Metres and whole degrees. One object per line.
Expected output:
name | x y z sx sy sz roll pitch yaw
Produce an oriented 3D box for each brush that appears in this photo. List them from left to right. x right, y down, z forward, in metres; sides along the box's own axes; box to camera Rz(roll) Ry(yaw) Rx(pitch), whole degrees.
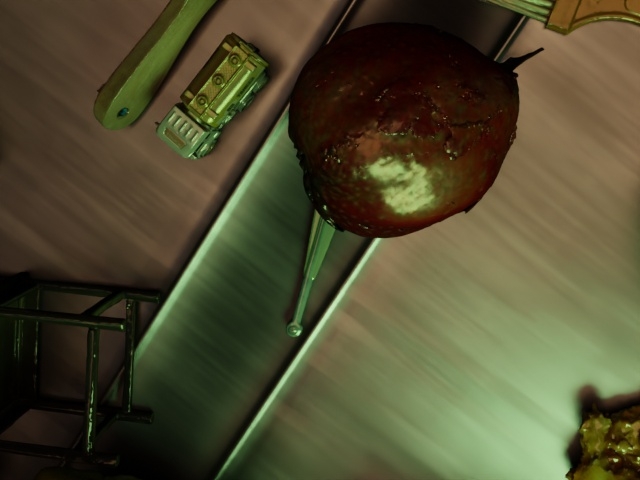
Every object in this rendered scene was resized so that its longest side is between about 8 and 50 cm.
brush | -0.114 -0.243 0.895 0.065 0.070 0.327 42 105 19
brush | 0.297 -0.195 0.860 0.314 0.017 0.090 21 101 4

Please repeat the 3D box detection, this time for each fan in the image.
fan | 0.000 0.000 0.935 0.038 0.016 0.193 16 100 4

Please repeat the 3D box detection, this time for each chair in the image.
chair | -0.295 0.110 0.939 0.260 0.141 0.155 5 99 5

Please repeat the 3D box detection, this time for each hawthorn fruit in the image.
hawthorn fruit | 0.086 -0.104 0.829 0.235 0.181 0.181 -26 94 2

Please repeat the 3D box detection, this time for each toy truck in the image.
toy truck | -0.097 -0.130 0.905 0.052 0.063 0.123 41 102 0

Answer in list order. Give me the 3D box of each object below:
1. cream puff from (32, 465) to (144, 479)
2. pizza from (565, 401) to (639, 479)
cream puff | -0.155 0.387 0.837 0.275 0.378 0.379 -6 98 26
pizza | 0.315 0.242 0.891 0.226 0.086 0.336 39 104 0
